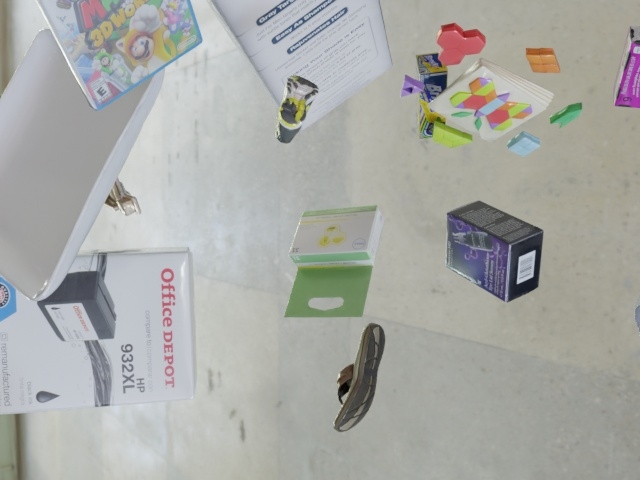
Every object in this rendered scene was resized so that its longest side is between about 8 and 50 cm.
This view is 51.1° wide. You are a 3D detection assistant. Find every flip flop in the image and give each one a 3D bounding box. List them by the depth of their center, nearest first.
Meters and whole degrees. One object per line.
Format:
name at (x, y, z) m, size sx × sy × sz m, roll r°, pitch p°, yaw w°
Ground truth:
flip flop at (0.085, 0.335, 1.655) m, size 0.080 × 0.112 × 0.277 m, roll 10°, pitch 81°, yaw 33°

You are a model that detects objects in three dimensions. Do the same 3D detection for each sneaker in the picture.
sneaker at (-0.026, -0.120, 0.611) m, size 0.035 × 0.031 × 0.083 m, roll -58°, pitch 8°, yaw 42°

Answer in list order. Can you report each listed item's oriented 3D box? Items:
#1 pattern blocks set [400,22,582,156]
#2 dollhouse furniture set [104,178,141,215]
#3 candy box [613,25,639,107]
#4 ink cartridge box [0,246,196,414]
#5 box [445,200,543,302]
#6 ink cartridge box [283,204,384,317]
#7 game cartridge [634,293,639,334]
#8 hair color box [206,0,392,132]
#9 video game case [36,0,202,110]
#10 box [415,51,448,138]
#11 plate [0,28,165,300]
pattern blocks set at (0.300, -0.246, 1.191) m, size 0.285 × 0.325 × 0.026 m, roll 129°, pitch 150°, yaw -57°
dollhouse furniture set at (-0.520, -0.262, 1.645) m, size 0.356 × 0.174 × 0.303 m, roll 23°, pitch 135°, yaw 45°
candy box at (0.744, -0.349, 1.380) m, size 0.159 × 0.234 × 0.071 m, roll 82°, pitch -160°, yaw -46°
ink cartridge box at (-0.343, 0.126, 0.995) m, size 0.129 × 0.308 × 0.223 m, roll -171°, pitch 79°, yaw -80°
box at (0.392, 0.020, 1.532) m, size 0.207 × 0.108 × 0.153 m, roll 33°, pitch 136°, yaw 50°
ink cartridge box at (0.021, 0.039, 1.312) m, size 0.171 × 0.056 × 0.235 m, roll -3°, pitch 48°, yaw 25°
game cartridge at (0.791, 0.265, 1.539) m, size 0.060 × 0.196 × 0.294 m, roll -19°, pitch 87°, yaw 33°
hair color box at (-0.026, -0.277, 0.810) m, size 0.174 × 0.347 × 0.105 m, roll -36°, pitch 73°, yaw 2°
video game case at (-0.162, -0.198, 0.524) m, size 0.015 × 0.119 × 0.166 m, roll 35°, pitch 155°, yaw 31°
box at (0.211, -0.274, 1.281) m, size 0.169 × 0.054 × 0.059 m, roll 77°, pitch -172°, yaw -53°
plate at (-0.301, -0.096, 0.752) m, size 0.277 × 0.045 × 0.278 m, roll 23°, pitch 85°, yaw 38°
